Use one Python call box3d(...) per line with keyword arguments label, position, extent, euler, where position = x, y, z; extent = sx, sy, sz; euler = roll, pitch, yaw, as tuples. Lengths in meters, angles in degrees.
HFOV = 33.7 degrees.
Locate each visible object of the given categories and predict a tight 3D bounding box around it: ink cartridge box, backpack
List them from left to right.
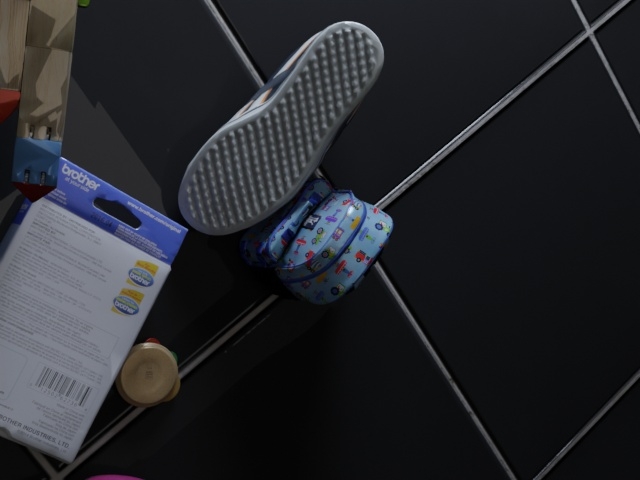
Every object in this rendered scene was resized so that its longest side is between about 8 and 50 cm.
box3d(label="ink cartridge box", position=(-0.304, 0.081, 1.226), extent=(0.186, 0.065, 0.311), euler=(31, 81, -25))
box3d(label="backpack", position=(0.000, 0.000, 1.313), extent=(0.117, 0.173, 0.158), euler=(44, 75, -22))

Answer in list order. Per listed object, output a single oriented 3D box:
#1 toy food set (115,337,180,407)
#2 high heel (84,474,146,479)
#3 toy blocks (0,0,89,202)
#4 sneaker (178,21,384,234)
box3d(label="toy food set", position=(-0.213, 0.164, 1.299), extent=(0.083, 0.020, 0.082), euler=(-13, 98, -25))
box3d(label="high heel", position=(-0.128, 0.409, 1.266), extent=(0.377, 0.181, 0.127), euler=(39, 76, -24))
box3d(label="toy blocks", position=(-0.412, -0.185, 1.106), extent=(0.382, 0.191, 0.260), euler=(6, 99, -17))
box3d(label="sneaker", position=(-0.043, -0.137, 1.318), extent=(0.321, 0.127, 0.126), euler=(-44, 98, 8))
